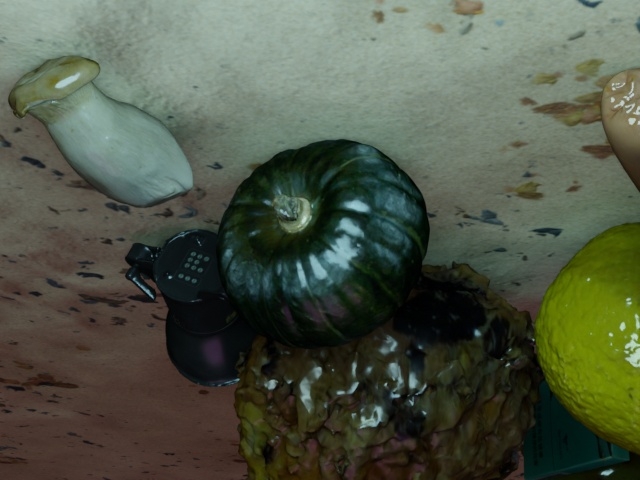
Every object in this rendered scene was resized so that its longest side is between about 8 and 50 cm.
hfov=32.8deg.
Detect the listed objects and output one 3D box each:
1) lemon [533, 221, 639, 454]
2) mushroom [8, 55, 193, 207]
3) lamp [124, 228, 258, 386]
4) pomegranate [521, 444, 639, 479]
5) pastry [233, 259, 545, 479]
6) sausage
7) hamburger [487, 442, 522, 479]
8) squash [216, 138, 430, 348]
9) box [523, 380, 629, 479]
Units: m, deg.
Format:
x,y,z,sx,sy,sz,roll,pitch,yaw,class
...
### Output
x,y,z,sx,sy,sz,roll,pitch,yaw,class
0.388,0.116,1.196,0.321,0.268,0.268,22,173,40,lemon
-0.198,-0.094,1.010,0.097,0.088,0.212,25,170,42,mushroom
-0.150,0.065,1.343,0.172,0.147,0.227,20,153,18,lamp
0.510,0.375,1.915,0.309,0.216,0.358,14,-175,-34,pomegranate
0.070,0.180,1.328,0.405,0.292,0.337,-29,140,-1,pastry
0.337,-0.068,1.022,0.086,0.086,0.289,-11,153,28,sausage
0.181,0.284,1.722,0.276,0.195,0.318,10,153,-11,hamburger
0.001,0.002,1.068,0.218,0.218,0.172,-15,124,34,squash
0.409,0.295,1.765,0.042,0.161,0.226,13,155,-23,box
